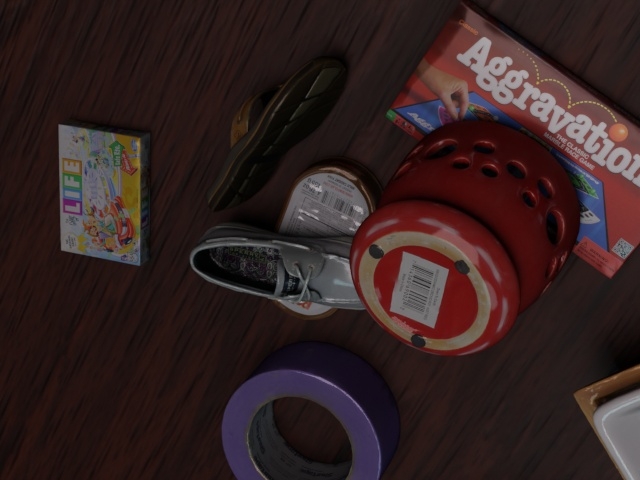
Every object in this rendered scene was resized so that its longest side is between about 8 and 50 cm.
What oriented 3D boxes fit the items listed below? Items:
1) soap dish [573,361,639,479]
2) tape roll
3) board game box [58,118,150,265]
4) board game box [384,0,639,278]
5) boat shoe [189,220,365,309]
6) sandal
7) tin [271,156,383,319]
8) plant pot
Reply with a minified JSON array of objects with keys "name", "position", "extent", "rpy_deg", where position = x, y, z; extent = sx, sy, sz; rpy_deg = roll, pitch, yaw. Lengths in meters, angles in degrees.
[{"name":"soap dish","position":[0.422,0.215,1.247],"extent":[0.229,0.118,0.291],"rpy_deg":[-29,97,27]},{"name":"tape roll","position":[-0.010,0.214,1.430],"extent":[0.189,0.080,0.189],"rpy_deg":[7,111,18]},{"name":"board game box","position":[-0.245,-0.054,1.446],"extent":[0.103,0.026,0.154],"rpy_deg":[10,113,17]},{"name":"board game box","position":[0.216,-0.100,1.257],"extent":[0.281,0.027,0.145],"rpy_deg":[36,117,5]},{"name":"boat shoe","position":[-0.030,0.036,1.329],"extent":[0.228,0.081,0.079],"rpy_deg":[11,113,17]},{"name":"sandal","position":[-0.059,-0.117,1.334],"extent":[0.060,0.090,0.219],"rpy_deg":[55,127,20]},{"name":"tin","position":[0.000,0.000,1.371],"extent":[0.106,0.040,0.189],"rpy_deg":[28,117,13]},{"name":"plant pot","position":[0.136,0.005,1.223],"extent":[0.191,0.174,0.191],"rpy_deg":[15,129,20]}]
